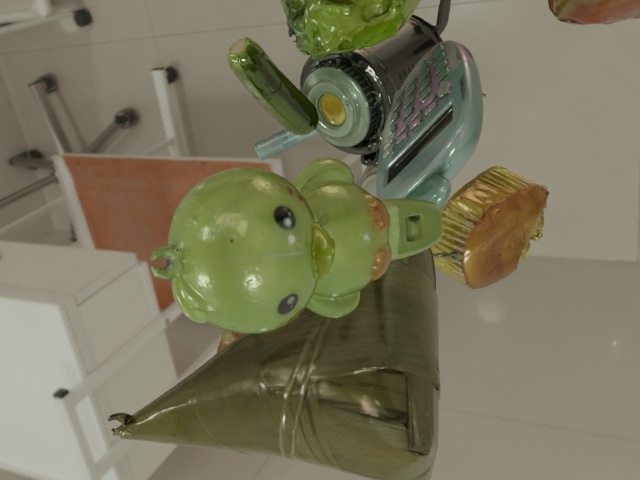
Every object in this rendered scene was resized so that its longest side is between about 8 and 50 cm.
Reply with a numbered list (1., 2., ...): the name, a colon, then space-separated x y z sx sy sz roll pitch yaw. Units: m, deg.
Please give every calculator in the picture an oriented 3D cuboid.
1. calculator: 0.133 -0.134 0.864 0.041 0.298 0.185 25 135 -20

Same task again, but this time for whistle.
1. whistle: 0.003 0.001 0.576 0.141 0.294 0.141 29 123 60

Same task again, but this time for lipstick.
1. lipstick: -0.081 -0.245 1.667 0.158 0.048 0.048 -25 105 3

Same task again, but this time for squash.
1. squash: -0.072 -0.240 1.119 0.066 0.066 0.229 -2 155 29

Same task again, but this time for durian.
1. durian: 0.038 -0.394 0.942 0.205 0.339 0.255 -17 105 23

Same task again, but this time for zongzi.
1. zongzi: -0.020 0.090 0.925 0.419 0.447 0.181 2 137 9

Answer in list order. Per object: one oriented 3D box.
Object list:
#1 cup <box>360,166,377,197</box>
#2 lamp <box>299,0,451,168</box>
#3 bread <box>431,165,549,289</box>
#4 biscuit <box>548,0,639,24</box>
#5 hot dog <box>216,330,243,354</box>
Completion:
1. cup: 0.230 -0.125 2.021 0.228 0.257 0.301 -12 107 32
2. lamp: 0.096 -0.295 1.263 0.205 0.272 0.373 15 110 36
3. bread: 0.330 -0.021 1.334 0.133 0.250 0.179 32 148 46
4. biscuit: 0.217 -0.229 0.322 0.368 0.394 0.076 -15 73 26
5. hot dog: -0.084 0.135 1.155 0.261 0.093 0.123 -51 51 16
